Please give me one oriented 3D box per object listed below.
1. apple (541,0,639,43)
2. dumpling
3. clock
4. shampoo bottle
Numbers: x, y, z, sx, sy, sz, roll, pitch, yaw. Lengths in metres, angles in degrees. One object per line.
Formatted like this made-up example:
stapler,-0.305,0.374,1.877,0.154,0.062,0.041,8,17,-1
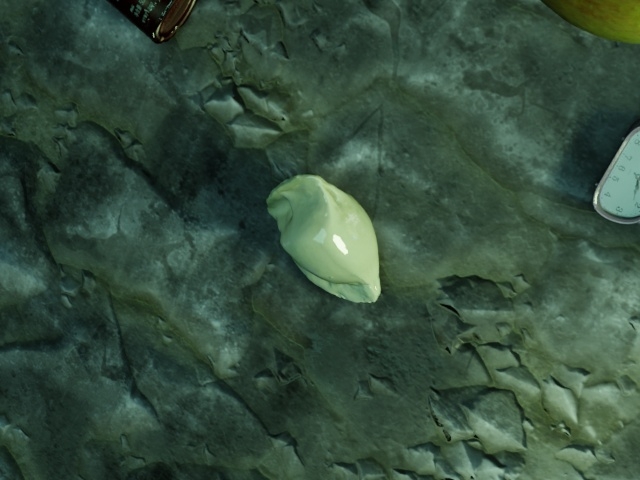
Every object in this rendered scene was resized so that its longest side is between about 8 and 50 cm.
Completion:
apple,0.380,-0.393,0.969,0.338,0.338,0.305,-39,77,26
dumpling,0.000,0.000,1.364,0.179,0.131,0.252,-13,120,45
clock,0.454,-0.087,1.171,0.110,0.050,0.153,30,113,14
shampoo bottle,-0.352,-0.477,1.403,0.323,0.084,0.129,41,112,10
